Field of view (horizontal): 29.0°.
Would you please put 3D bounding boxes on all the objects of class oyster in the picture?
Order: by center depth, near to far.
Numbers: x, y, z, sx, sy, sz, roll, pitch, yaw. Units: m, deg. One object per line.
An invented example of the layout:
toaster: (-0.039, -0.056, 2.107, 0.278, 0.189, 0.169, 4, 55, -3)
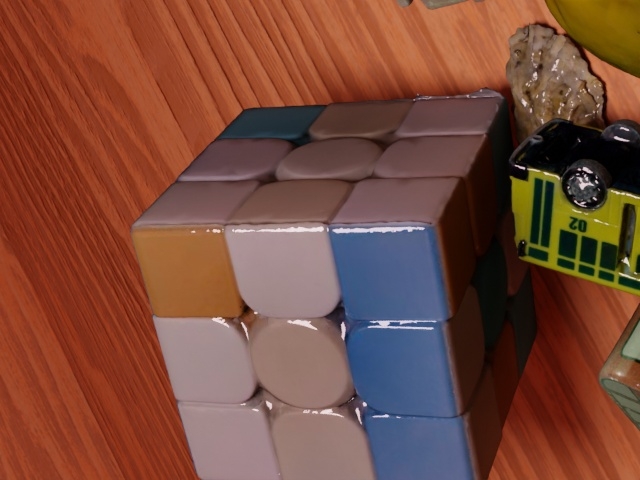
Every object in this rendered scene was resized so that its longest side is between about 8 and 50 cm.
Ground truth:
oyster: (0.251, -0.137, 1.379, 0.133, 0.072, 0.209, 5, 111, 50)

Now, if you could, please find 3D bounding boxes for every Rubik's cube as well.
Rubik's cube: (0.037, 0.053, 1.414, 0.347, 0.346, 0.344, -1, 117, 23)

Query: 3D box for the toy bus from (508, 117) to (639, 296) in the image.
toy bus: (0.324, -0.022, 1.237, 0.262, 0.128, 0.150, 18, 127, 29)

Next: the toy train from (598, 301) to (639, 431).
toy train: (0.376, 0.147, 1.183, 0.159, 0.129, 0.326, 20, 165, 41)

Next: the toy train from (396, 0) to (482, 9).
toy train: (0.118, -0.384, 1.282, 0.222, 0.150, 0.304, -3, 133, 45)

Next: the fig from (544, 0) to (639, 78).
fig: (0.340, -0.262, 0.982, 0.343, 0.343, 0.343, 31, 132, 42)
